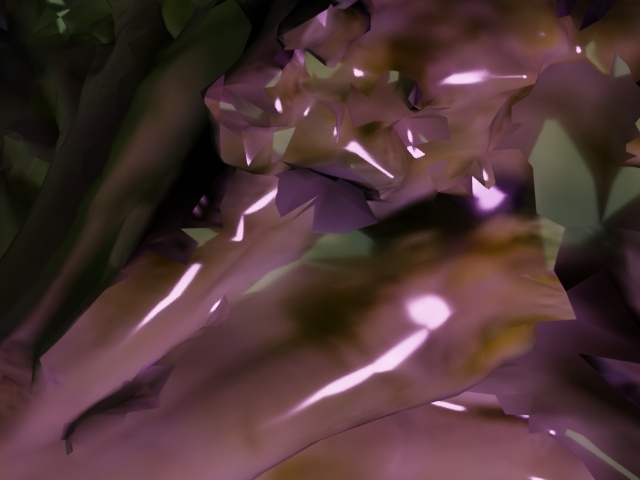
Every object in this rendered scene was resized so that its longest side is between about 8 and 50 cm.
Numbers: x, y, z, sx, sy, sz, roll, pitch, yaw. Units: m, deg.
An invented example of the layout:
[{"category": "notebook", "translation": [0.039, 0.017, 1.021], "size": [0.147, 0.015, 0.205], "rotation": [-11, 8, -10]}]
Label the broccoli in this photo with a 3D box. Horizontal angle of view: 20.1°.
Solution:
[{"category": "broccoli", "translation": [-0.008, -0.008, 0.534], "size": [0.348, 0.281, 0.293], "rotation": [24, 144, 27]}]
